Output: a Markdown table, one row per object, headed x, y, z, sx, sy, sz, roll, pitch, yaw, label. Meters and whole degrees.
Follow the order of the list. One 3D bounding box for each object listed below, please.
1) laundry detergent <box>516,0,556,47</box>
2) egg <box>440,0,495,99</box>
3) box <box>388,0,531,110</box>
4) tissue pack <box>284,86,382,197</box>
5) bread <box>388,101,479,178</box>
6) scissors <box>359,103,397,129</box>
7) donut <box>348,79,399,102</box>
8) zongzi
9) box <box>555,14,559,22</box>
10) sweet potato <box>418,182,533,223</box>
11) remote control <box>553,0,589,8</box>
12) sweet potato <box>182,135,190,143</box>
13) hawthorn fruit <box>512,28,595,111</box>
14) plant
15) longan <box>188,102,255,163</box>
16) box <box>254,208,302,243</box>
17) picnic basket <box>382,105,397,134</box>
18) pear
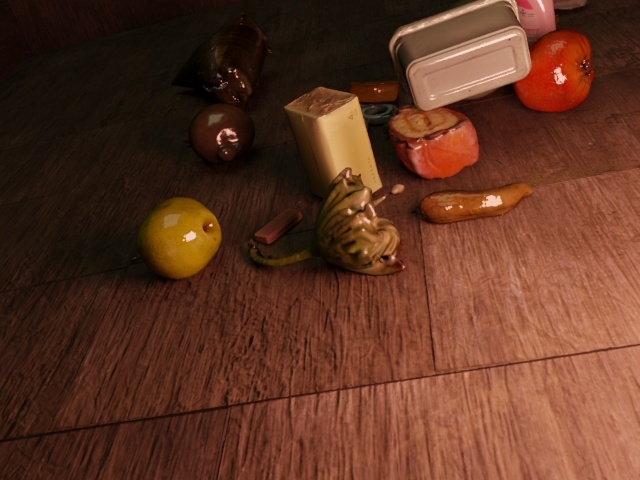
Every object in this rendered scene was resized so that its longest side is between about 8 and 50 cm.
| x | y | z | sx | sy | sz | roll | pitch | yaw | label |
| --- | --- | --- | --- | --- | --- | --- | --- | --- | --- |
| 0.571 | -0.627 | 1.862 | 0.087 | 0.335 | 0.159 | -24 | 32 | -13 | laundry detergent |
| 0.405 | -0.514 | 1.843 | 0.258 | 0.259 | 0.352 | 4 | 39 | 31 | egg |
| 0.326 | -0.421 | 1.587 | 0.311 | 0.175 | 0.182 | -17 | 34 | 11 | box |
| 0.030 | -0.209 | 1.556 | 0.125 | 0.234 | 0.159 | -32 | 33 | -20 | tissue pack |
| 0.256 | -0.237 | 1.602 | 0.190 | 0.123 | 0.244 | -18 | 31 | -5 | bread |
| 0.077 | -0.379 | 2.001 | 0.191 | 0.029 | 0.360 | -26 | 33 | -13 | scissors |
| 0.155 | -0.431 | 1.989 | 0.151 | 0.058 | 0.152 | 0 | 17 | 0 | donut |
| -0.391 | -0.544 | 2.377 | 0.432 | 0.208 | 0.403 | -23 | 37 | 24 | zongzi |
| 0.663 | -0.715 | 2.256 | 0.121 | 0.030 | 0.193 | -29 | 34 | -20 | box |
| 0.313 | -0.078 | 1.385 | 0.232 | 0.062 | 0.081 | -8 | 30 | 8 | sweet potato |
| 0.755 | -0.790 | 2.274 | 0.247 | 0.052 | 0.104 | -2 | 25 | 7 | remote control |
| -0.374 | -0.307 | 2.099 | 0.095 | 0.034 | 0.034 | 4 | 36 | 14 | sweet potato |
| 0.544 | -0.403 | 1.677 | 0.225 | 0.197 | 0.196 | -4 | 31 | 42 | hawthorn fruit |
| 0.019 | 0.023 | 1.367 | 0.333 | 0.180 | 0.251 | -41 | 30 | 25 | plant |
| -0.270 | -0.288 | 1.901 | 0.184 | 0.159 | 0.204 | -17 | 44 | -1 | longan |
| -0.093 | -0.032 | 1.535 | 0.048 | 0.025 | 0.115 | 9 | 39 | 44 | box |
| 0.201 | -0.301 | 1.794 | 0.083 | 0.065 | 0.083 | -21 | 52 | 11 | picnic basket |
| -0.319 | 0.003 | 1.479 | 0.216 | 0.166 | 0.180 | -24 | 38 | 32 | pear |
